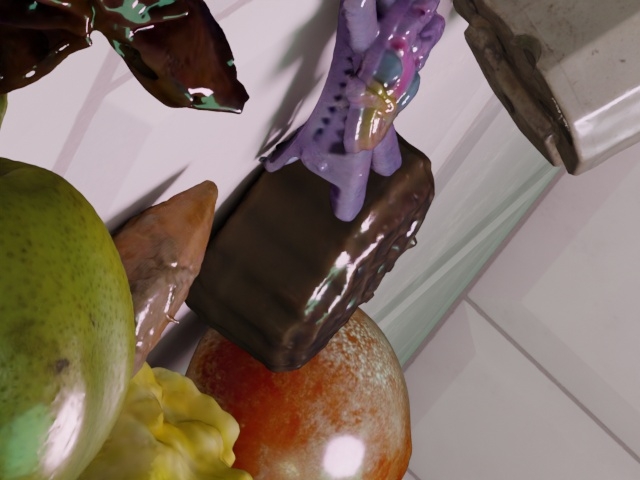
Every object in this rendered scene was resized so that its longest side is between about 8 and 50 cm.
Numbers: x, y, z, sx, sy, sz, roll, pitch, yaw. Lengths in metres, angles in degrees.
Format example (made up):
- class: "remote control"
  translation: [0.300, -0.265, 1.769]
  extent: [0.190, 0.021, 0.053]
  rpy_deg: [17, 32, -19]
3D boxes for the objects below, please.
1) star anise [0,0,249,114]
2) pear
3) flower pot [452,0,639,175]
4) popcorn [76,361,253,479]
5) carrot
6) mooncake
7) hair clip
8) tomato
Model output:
- class: "star anise"
  translation: [-0.094, -0.134, 0.809]
  extent: [0.140, 0.144, 0.158]
  rpy_deg: [1, 149, -9]
- class: "pear"
  translation: [-0.161, 0.023, 0.869]
  extent: [0.180, 0.166, 0.216]
  rpy_deg: [-6, 114, -60]
- class: "flower pot"
  translation: [0.261, -0.197, 1.621]
  extent: [0.259, 0.290, 0.290]
  rpy_deg: [-33, 170, -5]
- class: "popcorn"
  translation: [-0.166, 0.211, 1.461]
  extent: [0.235, 0.241, 0.250]
  rpy_deg: [-64, 176, 37]
- class: "carrot"
  translation: [-0.149, 0.053, 1.300]
  extent: [0.263, 0.102, 0.102]
  rpy_deg: [-50, 174, -26]
- class: "mooncake"
  translation: [0.000, 0.000, 1.619]
  extent: [0.228, 0.124, 0.228]
  rpy_deg: [-46, 171, -10]
- class: "hair clip"
  translation: [0.035, -0.110, 1.399]
  extent: [0.137, 0.090, 0.278]
  rpy_deg: [-52, 175, -28]
- class: "tomato"
  translation: [-0.025, 0.174, 1.825]
  extent: [0.270, 0.222, 0.270]
  rpy_deg: [-160, -90, -87]
